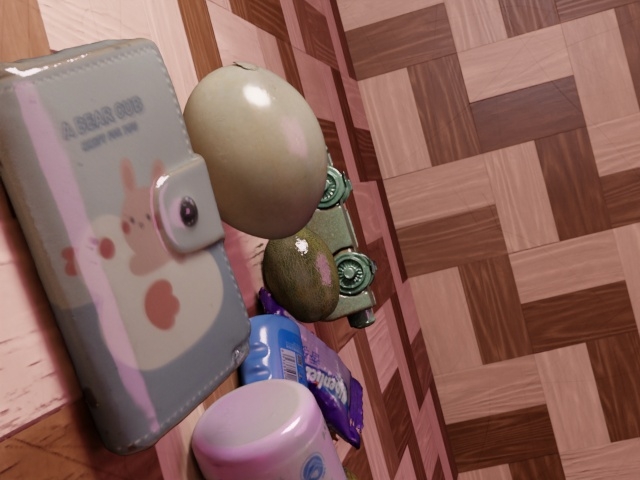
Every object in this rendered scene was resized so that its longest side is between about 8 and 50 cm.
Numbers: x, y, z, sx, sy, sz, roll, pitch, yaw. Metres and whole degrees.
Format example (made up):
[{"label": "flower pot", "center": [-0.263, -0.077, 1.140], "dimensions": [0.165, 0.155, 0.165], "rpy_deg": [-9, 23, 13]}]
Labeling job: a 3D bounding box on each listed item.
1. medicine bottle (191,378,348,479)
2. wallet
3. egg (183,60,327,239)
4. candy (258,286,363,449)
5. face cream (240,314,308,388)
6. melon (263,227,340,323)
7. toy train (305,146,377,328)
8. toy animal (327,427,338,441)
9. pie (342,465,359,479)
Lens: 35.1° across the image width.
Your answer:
[{"label": "medicine bottle", "center": [-0.039, 0.299, 1.163], "dimensions": [0.152, 0.152, 0.254], "rpy_deg": [-80, 152, -64]}, {"label": "wallet", "center": [-0.182, -0.010, 0.960], "dimensions": [0.252, 0.083, 0.360], "rpy_deg": [-37, 114, -57]}, {"label": "egg", "center": [-0.086, -0.116, 1.352], "dimensions": [0.186, 0.187, 0.253], "rpy_deg": [-81, 155, -63]}, {"label": "candy", "center": [-0.014, 0.199, 1.550], "dimensions": [0.275, 0.070, 0.145], "rpy_deg": [48, 29, -32]}, {"label": "face cream", "center": [-0.054, 0.236, 1.339], "dimensions": [0.149, 0.083, 0.264], "rpy_deg": [49, 29, -59]}, {"label": "melon", "center": [-0.031, 0.049, 1.601], "dimensions": [0.167, 0.114, 0.114], "rpy_deg": [66, 11, 1]}, {"label": "toy train", "center": [0.000, 0.000, 1.714], "dimensions": [0.129, 0.159, 0.326], "rpy_deg": [-2, 75, -81]}, {"label": "toy animal", "center": [0.000, 0.351, 1.528], "dimensions": [0.241, 0.057, 0.099], "rpy_deg": [-94, 165, -45]}, {"label": "pie", "center": [0.076, 0.486, 1.619], "dimensions": [0.274, 0.105, 0.257], "rpy_deg": [61, 11, -54]}]
